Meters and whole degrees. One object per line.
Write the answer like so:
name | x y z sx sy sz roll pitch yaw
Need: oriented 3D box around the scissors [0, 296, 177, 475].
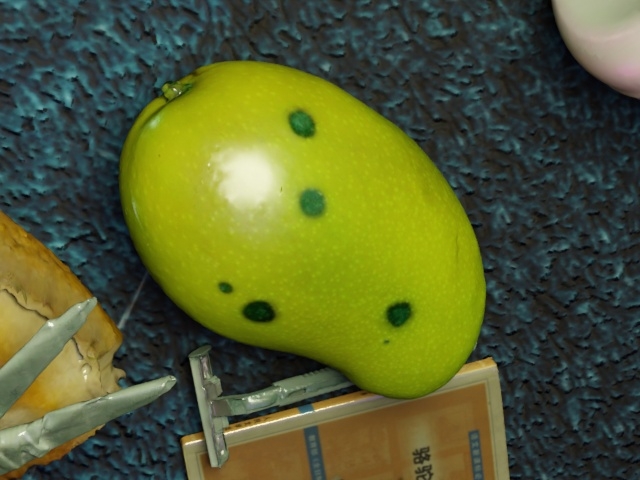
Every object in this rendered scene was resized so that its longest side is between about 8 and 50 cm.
scissors | -0.260 0.155 0.817 0.383 0.029 0.256 -34 134 13

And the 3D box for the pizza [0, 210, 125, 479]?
pizza | -0.378 0.092 0.833 0.440 0.130 0.406 29 111 -32

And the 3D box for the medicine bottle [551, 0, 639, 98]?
medicine bottle | 0.323 -0.165 0.846 0.302 0.241 0.241 18 106 -22

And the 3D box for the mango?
mango | 0.000 0.000 0.884 0.293 0.143 0.175 38 93 -31

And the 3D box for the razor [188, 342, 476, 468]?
razor | 0.015 0.095 0.979 0.211 0.036 0.084 -13 101 -13

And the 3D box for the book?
book | 0.026 0.192 1.038 0.241 0.018 0.170 -13 115 -10
